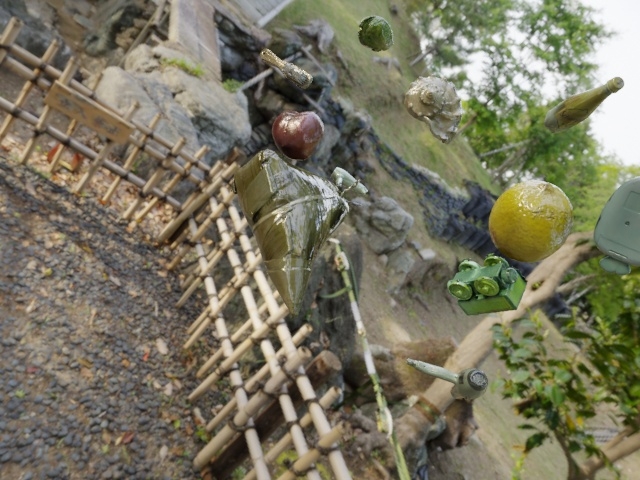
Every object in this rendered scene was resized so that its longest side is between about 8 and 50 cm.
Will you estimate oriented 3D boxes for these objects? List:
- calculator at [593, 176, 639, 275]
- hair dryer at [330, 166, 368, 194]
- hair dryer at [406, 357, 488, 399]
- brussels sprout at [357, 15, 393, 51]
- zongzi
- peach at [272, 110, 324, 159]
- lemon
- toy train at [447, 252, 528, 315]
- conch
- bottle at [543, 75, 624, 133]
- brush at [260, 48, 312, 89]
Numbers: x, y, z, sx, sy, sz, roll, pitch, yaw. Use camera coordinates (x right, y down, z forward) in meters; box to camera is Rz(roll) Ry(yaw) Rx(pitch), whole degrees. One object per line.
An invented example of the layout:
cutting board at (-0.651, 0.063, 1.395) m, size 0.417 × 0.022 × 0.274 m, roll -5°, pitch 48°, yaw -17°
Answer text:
calculator at (0.878, -0.034, 1.289) m, size 0.041 × 0.299 × 0.185 m, roll -11°, pitch 34°, yaw -37°
hair dryer at (0.132, -0.283, 2.321) m, size 0.206 × 0.075 × 0.237 m, roll 34°, pitch 21°, yaw 6°
hair dryer at (0.377, 0.415, 1.349) m, size 0.224 × 0.088 × 0.219 m, roll 7°, pitch -31°, yaw 26°
brussels sprout at (0.244, -0.904, 2.020) m, size 0.181 × 0.139 × 0.101 m, roll 36°, pitch 46°, yaw -21°
zongzi at (-0.017, 0.009, 1.379) m, size 0.500 × 0.218 × 0.467 m, roll 11°, pitch 60°, yaw -55°
peach at (-0.069, -0.309, 1.337) m, size 0.152 × 0.152 × 0.152 m, roll 40°, pitch 17°, yaw -15°
lemon at (0.674, -0.060, 1.481) m, size 0.267 × 0.267 × 0.267 m, roll 40°, pitch 17°, yaw -15°
toy train at (0.600, 0.168, 1.672) m, size 0.188 × 0.271 × 0.159 m, roll 49°, pitch 55°, yaw -14°
conch at (0.455, -0.495, 1.762) m, size 0.324 × 0.186 × 0.263 m, roll -6°, pitch 74°, yaw -61°
bottle at (0.764, -0.396, 1.340) m, size 0.083 × 0.083 × 0.270 m, roll 45°, pitch -13°, yaw 1°
brush at (-0.165, -0.764, 2.010) m, size 0.327 × 0.070 × 0.065 m, roll 41°, pitch 10°, yaw 28°
